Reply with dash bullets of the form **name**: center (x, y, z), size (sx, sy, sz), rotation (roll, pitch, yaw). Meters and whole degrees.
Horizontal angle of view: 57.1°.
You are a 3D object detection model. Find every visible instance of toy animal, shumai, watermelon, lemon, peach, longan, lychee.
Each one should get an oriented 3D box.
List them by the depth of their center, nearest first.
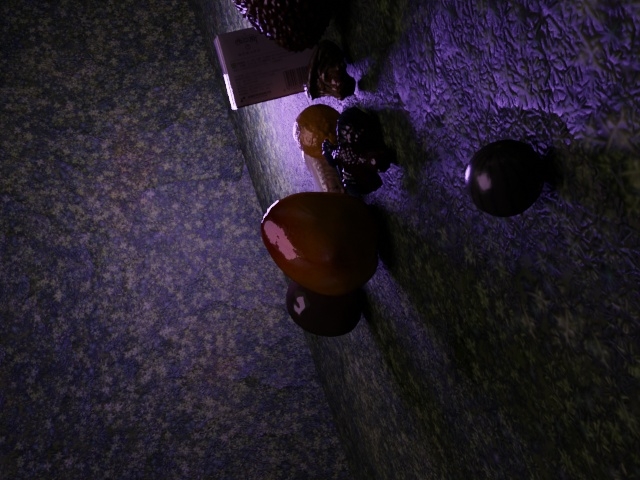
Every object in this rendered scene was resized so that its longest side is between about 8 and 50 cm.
- **watermelon**: center (0.258, -0.077, 0.814), size (0.133, 0.105, 0.105), rotation (53, -177, -40)
- **lychee**: center (-0.074, -0.547, 1.296), size (0.271, 0.272, 0.271), rotation (163, 90, -78)
- **toy animal**: center (0.086, -0.191, 1.354), size (0.179, 0.116, 0.218), rotation (-131, 33, -63)
- **shumai**: center (0.030, -0.386, 1.392), size (0.116, 0.145, 0.145), rotation (25, 151, 12)
- **lemon**: center (0.004, -0.280, 1.537), size (0.187, 0.142, 0.142), rotation (49, 154, 49)
- **peach**: center (-0.001, 0.003, 1.570), size (0.289, 0.308, 0.288), rotation (176, 90, -89)
- **longan**: center (0.015, 0.192, 1.930), size (0.258, 0.258, 0.257), rotation (163, 90, -78)

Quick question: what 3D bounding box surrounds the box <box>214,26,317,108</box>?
- **box**: center (-0.136, -0.480, 1.593), size (0.111, 0.261, 0.194), rotation (-137, 33, -74)

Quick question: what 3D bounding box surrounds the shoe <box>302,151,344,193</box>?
- **shoe**: center (0.023, -0.188, 1.714), size (0.110, 0.095, 0.264), rotation (48, 159, 50)
